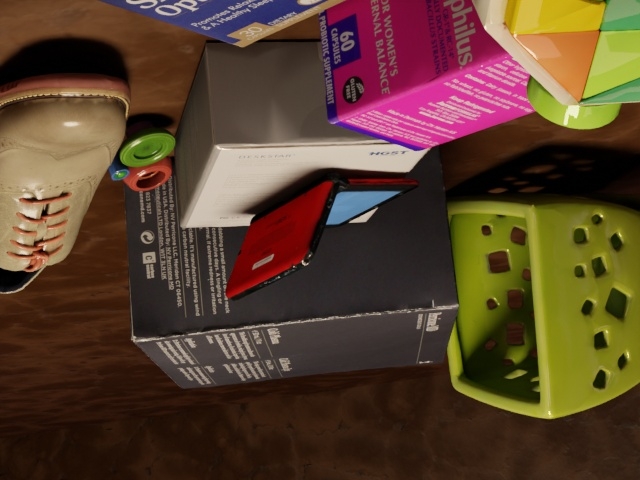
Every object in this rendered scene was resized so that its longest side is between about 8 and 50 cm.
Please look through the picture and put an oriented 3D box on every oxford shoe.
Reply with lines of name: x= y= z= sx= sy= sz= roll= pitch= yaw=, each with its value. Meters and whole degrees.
oxford shoe: x=-0.229 y=-0.042 z=1.170 sx=0.123 sy=0.130 sz=0.348 roll=-1 pitch=165 yaw=-20

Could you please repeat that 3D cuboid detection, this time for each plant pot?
plant pot: x=0.271 y=0.054 z=1.503 sx=0.207 sy=0.228 sz=0.227 roll=-8 pitch=-174 yaw=-20

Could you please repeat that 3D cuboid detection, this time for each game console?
game console: x=0.000 y=0.000 z=1.172 sx=0.085 sy=0.124 sz=0.144 roll=30 pitch=152 yaw=-20

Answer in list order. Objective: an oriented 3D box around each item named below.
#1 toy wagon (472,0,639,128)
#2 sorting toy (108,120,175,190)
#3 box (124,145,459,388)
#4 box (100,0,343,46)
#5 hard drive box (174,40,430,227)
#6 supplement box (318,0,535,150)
toy wagon: x=0.254 y=-0.176 z=0.723 sx=0.344 sy=0.068 sz=0.267 roll=-4 pitch=136 yaw=-10
sorting toy: x=-0.166 y=-0.083 z=1.244 sx=0.061 sy=0.042 sz=0.102 roll=-18 pitch=157 yaw=-15
box: x=-0.024 y=0.035 z=1.463 sx=0.312 sy=0.179 sz=0.343 roll=-5 pitch=166 yaw=0
box: x=-0.080 y=-0.183 z=0.877 sx=0.136 sy=0.037 sz=0.225 roll=-17 pitch=161 yaw=38
hard drive box: x=-0.021 y=-0.084 z=1.175 sx=0.181 sy=0.089 sz=0.232 roll=-2 pitch=166 yaw=-14
supplement box: x=0.115 y=-0.149 z=0.928 sx=0.220 sy=0.111 sz=0.114 roll=-17 pitch=161 yaw=36
